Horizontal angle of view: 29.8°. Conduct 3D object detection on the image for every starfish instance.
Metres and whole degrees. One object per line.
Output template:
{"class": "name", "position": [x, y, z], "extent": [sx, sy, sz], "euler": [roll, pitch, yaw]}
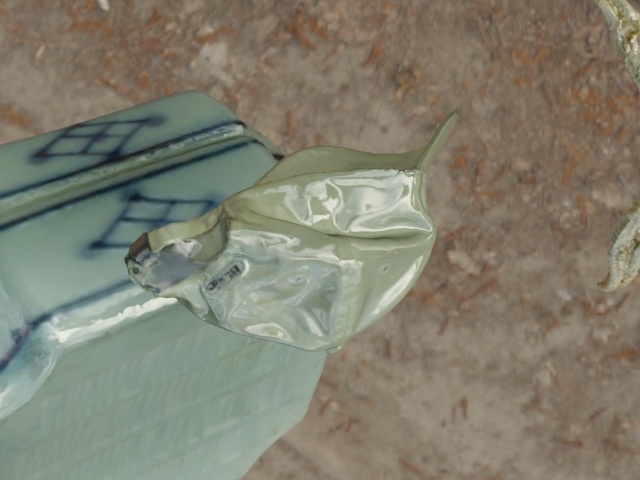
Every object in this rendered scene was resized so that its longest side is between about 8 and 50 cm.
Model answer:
{"class": "starfish", "position": [0.250, -0.043, 0.787], "extent": [0.138, 0.050, 0.247], "euler": [-2, 102, 8]}

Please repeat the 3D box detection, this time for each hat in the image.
{"class": "hat", "position": [0.001, -0.007, 0.566], "extent": [0.122, 0.166, 0.081], "euler": [-8, 113, 31]}

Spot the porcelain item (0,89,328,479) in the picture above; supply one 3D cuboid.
{"class": "porcelain item", "position": [-0.134, 0.060, 0.751], "extent": [0.157, 0.286, 0.281], "euler": [49, 145, 28]}
